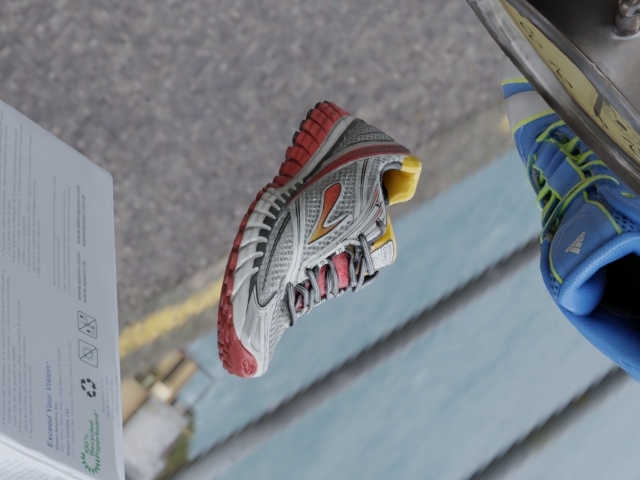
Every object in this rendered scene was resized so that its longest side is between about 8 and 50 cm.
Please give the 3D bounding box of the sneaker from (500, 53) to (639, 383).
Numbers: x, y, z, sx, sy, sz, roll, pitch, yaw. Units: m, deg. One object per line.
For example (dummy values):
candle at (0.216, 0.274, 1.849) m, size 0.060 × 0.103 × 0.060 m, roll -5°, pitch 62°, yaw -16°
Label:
sneaker at (0.132, -0.020, 0.752) m, size 0.091 × 0.240 × 0.126 m, roll -45°, pitch 147°, yaw 19°

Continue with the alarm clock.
alarm clock at (0.117, -0.054, 0.614) m, size 0.064 × 0.129 × 0.192 m, roll -40°, pitch 136°, yaw -1°

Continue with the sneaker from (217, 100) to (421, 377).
sneaker at (0.000, 0.000, 1.138) m, size 0.088 × 0.092 × 0.225 m, roll 102°, pitch 14°, yaw -51°

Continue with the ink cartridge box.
ink cartridge box at (-0.190, 0.006, 0.888) m, size 0.045 × 0.223 × 0.224 m, roll -29°, pitch 136°, yaw 24°
